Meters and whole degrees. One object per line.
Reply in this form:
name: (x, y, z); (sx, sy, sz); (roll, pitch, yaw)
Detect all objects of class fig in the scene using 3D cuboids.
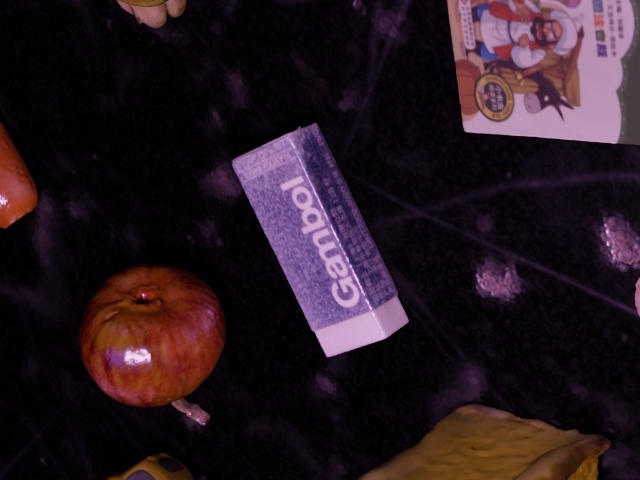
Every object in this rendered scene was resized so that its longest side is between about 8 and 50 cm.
fig: (-0.174, 0.102, 1.793); (0.202, 0.148, 0.149); (122, 152, -75)

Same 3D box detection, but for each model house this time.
model house: (0.158, 0.292, 1.549); (0.175, 0.193, 0.234); (4, 112, 38)

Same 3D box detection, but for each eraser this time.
eraser: (0.000, 0.000, 1.646); (0.092, 0.046, 0.212); (-21, 96, 46)

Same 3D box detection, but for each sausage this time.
sausage: (-0.380, -0.107, 1.914); (0.076, 0.076, 0.197); (-30, 88, 46)

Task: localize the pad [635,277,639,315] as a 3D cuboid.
pad: (0.368, 0.134, 1.415); (0.176, 0.002, 0.266); (-18, 98, 45)

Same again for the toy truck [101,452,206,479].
toy truck: (-0.149, 0.320, 1.889); (0.224, 0.147, 0.165); (43, 109, 21)

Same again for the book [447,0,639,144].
book: (0.214, -0.176, 1.381); (0.264, 0.027, 0.202); (8, 115, 39)

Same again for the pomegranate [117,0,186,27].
pomegranate: (-0.154, -0.303, 1.569); (0.190, 0.159, 0.241); (9, 144, 48)
